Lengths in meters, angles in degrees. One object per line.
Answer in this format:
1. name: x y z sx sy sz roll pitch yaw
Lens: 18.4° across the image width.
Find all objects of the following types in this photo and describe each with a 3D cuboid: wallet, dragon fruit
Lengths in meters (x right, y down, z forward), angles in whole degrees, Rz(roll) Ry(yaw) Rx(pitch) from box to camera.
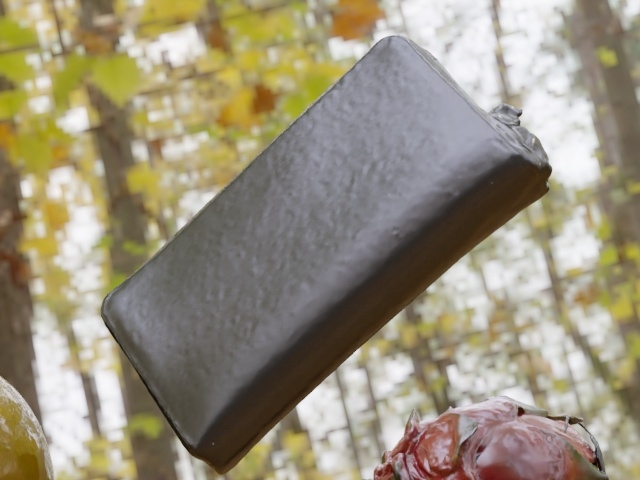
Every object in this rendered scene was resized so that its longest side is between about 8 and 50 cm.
1. wallet: 0.000 0.000 1.059 0.250 0.149 0.044 -44 -41 3
2. dragon fruit: 0.158 0.226 1.646 0.274 0.192 0.193 5 -6 -20

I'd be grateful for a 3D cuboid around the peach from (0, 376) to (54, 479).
1. peach: -0.307 0.188 1.381 0.251 0.153 0.251 -19 -51 -25
